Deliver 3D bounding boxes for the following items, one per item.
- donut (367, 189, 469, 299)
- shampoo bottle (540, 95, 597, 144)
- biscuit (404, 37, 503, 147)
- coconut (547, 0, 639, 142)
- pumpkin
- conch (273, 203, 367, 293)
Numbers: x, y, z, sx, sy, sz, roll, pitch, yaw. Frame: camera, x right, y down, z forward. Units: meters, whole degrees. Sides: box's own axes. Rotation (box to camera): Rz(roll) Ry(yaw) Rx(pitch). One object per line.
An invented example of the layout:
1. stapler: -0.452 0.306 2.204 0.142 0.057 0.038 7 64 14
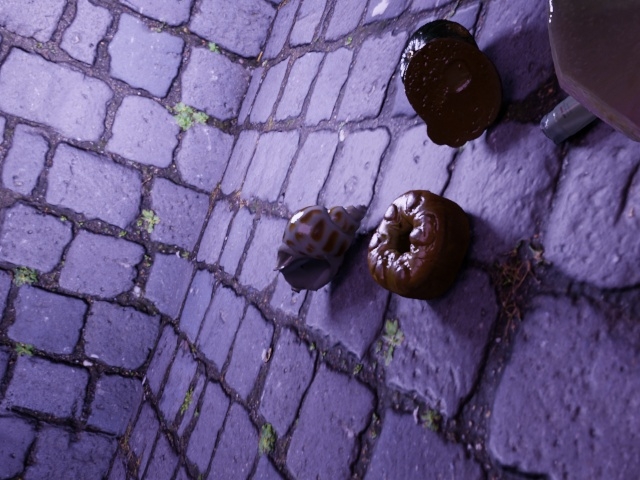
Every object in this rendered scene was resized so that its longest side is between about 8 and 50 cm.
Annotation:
1. donut: 0.188 0.008 1.362 0.226 0.114 0.226 -46 32 42
2. shampoo bottle: 0.437 -0.233 1.104 0.212 0.049 0.072 -45 38 44
3. biscuit: 0.262 -0.294 1.380 0.181 0.208 0.049 -33 0 27
4. coconut: 0.438 -0.270 0.831 0.352 0.353 0.352 -45 34 43
5. pumpkin: 0.250 -0.371 1.483 0.190 0.146 0.190 -1 88 45
6. conch: 0.000 0.000 1.721 0.275 0.182 0.148 -33 11 44
